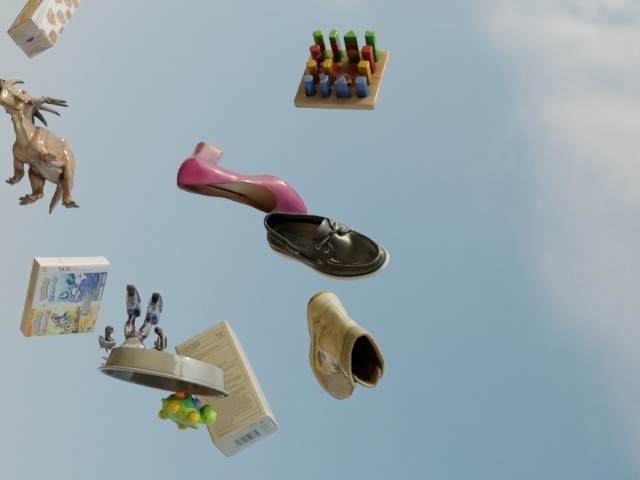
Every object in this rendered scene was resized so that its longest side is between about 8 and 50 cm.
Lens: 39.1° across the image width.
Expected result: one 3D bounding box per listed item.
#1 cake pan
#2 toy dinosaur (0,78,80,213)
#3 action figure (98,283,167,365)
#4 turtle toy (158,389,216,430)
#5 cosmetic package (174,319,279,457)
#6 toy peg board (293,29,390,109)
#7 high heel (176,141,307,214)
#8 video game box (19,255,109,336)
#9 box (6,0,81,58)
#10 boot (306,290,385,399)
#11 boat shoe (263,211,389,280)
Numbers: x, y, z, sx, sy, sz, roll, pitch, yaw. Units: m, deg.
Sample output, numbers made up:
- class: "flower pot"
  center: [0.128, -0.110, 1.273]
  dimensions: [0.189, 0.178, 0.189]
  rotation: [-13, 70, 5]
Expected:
- class: "cake pan"
  center: [-0.342, 0.291, 1.992]
  dimensions: [0.293, 0.293, 0.054]
  rotation: [-17, -122, 57]
- class: "toy dinosaur"
  center: [-0.559, -0.185, 1.840]
  dimensions: [0.296, 0.127, 0.200]
  rotation: [77, 8, -54]
- class: "action figure"
  center: [-0.504, 0.253, 2.454]
  dimensions: [0.285, 0.185, 0.099]
  rotation: [-90, -171, -51]
- class: "turtle toy"
  center: [-0.291, 0.374, 1.982]
  dimensions: [0.095, 0.130, 0.066]
  rotation: [-39, -156, 54]
- class: "cosmetic package"
  center: [-0.246, 0.383, 2.345]
  dimensions: [0.310, 0.160, 0.113]
  rotation: [62, -1, 35]
- class: "toy peg board"
  center: [0.037, -0.337, 1.740]
  dimensions: [0.079, 0.161, 0.161]
  rotation: [74, 26, -48]
- class: "high heel"
  center: [-0.217, -0.115, 2.485]
  dimensions: [0.127, 0.377, 0.181]
  rotation: [-55, -170, 45]
- class: "video game box"
  center: [-0.637, 0.139, 2.246]
  dimensions: [0.048, 0.187, 0.205]
  rotation: [38, -61, 45]
- class: "box"
  center: [-0.488, -0.457, 1.678]
  dimensions: [0.067, 0.063, 0.324]
  rotation: [-18, -142, 24]
- class: "boot"
  center: [0.046, 0.207, 1.497]
  dimensions: [0.165, 0.077, 0.213]
  rotation: [40, -35, 55]
- class: "boat shoe"
  center: [0.002, -0.003, 2.133]
  dimensions: [0.340, 0.113, 0.127]
  rotation: [20, -118, 37]
